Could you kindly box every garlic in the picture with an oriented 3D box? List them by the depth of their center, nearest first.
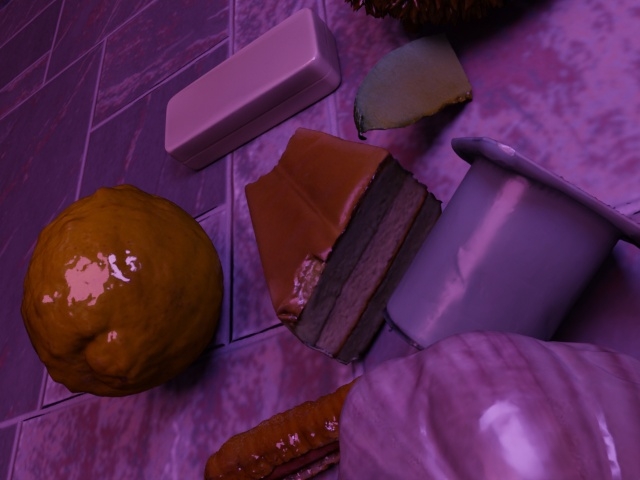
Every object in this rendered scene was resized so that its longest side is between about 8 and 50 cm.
[{"bbox_3d":[0.146,0.210,0.382,0.318,0.259,0.317,0,87,-4],"label":"garlic"}]

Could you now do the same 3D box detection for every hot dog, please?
[{"bbox_3d":[-0.026,0.230,0.662,0.289,0.068,0.083,-34,43,21],"label":"hot dog"}]

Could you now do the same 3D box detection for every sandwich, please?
[{"bbox_3d":[0.000,0.000,0.707,0.198,0.155,0.227,26,84,45],"label":"sandwich"}]

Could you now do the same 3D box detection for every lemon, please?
[{"bbox_3d":[-0.272,0.061,0.815,0.285,0.285,0.316,-17,30,30],"label":"lemon"}]

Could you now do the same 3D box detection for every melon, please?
[{"bbox_3d":[0.110,-0.180,0.715,0.114,0.262,0.053,42,141,9],"label":"melon"}]

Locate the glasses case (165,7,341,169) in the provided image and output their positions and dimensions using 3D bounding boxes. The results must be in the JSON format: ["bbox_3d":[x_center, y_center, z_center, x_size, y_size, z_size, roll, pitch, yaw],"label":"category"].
[{"bbox_3d":[-0.126,-0.255,0.992,0.336,0.076,0.144,-24,55,26],"label":"glasses case"}]

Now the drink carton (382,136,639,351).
[{"bbox_3d":[0.173,0.026,0.546,0.191,0.185,0.189,-95,30,-79],"label":"drink carton"}]

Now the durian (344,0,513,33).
[{"bbox_3d":[0.174,-0.459,0.723,0.348,0.348,0.384,33,116,43],"label":"durian"}]
